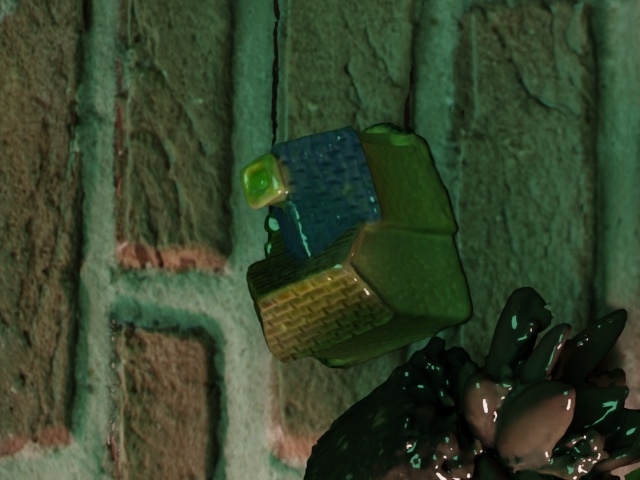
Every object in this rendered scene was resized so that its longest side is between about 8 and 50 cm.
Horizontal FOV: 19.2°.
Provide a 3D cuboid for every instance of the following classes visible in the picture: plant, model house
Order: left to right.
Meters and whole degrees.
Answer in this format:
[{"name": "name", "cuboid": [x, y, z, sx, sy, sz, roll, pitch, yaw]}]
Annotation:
[{"name": "model house", "cuboid": [0.000, 0.000, 1.729, 0.195, 0.189, 0.214, -20, 77, 29]}, {"name": "plant", "cuboid": [0.140, 0.177, 1.605, 0.321, 0.182, 0.194, -35, 27, 35]}]

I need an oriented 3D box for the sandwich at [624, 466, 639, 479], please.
[{"name": "sandwich", "cuboid": [0.343, 0.194, 1.480, 0.063, 0.212, 0.245, -165, 83, -78]}]
